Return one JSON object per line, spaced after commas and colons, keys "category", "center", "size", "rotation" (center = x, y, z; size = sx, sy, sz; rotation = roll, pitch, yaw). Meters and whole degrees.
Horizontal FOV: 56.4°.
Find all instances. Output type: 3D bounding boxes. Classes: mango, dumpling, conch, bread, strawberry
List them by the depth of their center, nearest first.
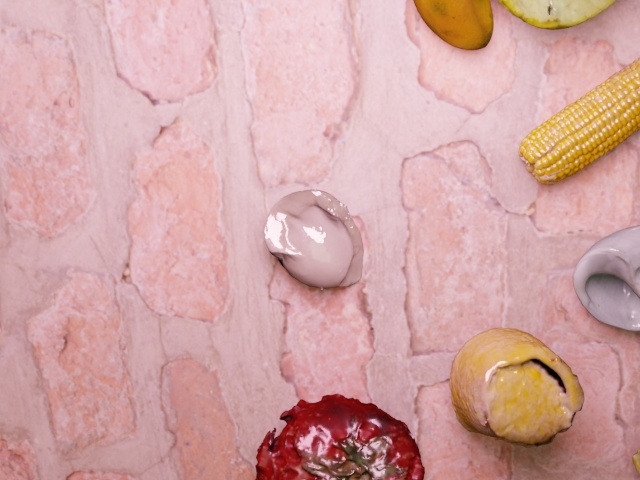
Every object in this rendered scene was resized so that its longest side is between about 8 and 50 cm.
{"category": "mango", "center": [0.186, -0.350, 0.855], "size": [0.089, 0.111, 0.163], "rotation": [-38, 124, -29]}
{"category": "conch", "center": [0.506, 0.060, 0.925], "size": [0.221, 0.121, 0.185], "rotation": [24, 107, 4]}
{"category": "bread", "center": [0.306, 0.239, 0.950], "size": [0.197, 0.170, 0.197], "rotation": [0, 93, -5]}
{"category": "dumpling", "center": [-0.001, -0.001, 0.957], "size": [0.176, 0.092, 0.150], "rotation": [26, 89, 2]}
{"category": "strawberry", "center": [0.024, 0.392, 0.990], "size": [0.274, 0.220, 0.274], "rotation": [2, 67, -5]}

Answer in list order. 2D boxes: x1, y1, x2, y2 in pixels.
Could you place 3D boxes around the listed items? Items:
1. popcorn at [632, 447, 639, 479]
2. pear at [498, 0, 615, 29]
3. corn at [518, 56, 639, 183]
{"category": "popcorn", "center": [0.613, 0.394, 0.966], "size": [0.197, 0.212, 0.198], "rotation": [17, 130, 22]}
{"category": "pear", "center": [0.331, -0.446, 0.814], "size": [0.239, 0.139, 0.288], "rotation": [-27, 98, -5]}
{"category": "corn", "center": [0.413, -0.177, 0.888], "size": [0.244, 0.093, 0.093], "rotation": [-35, 99, 10]}
